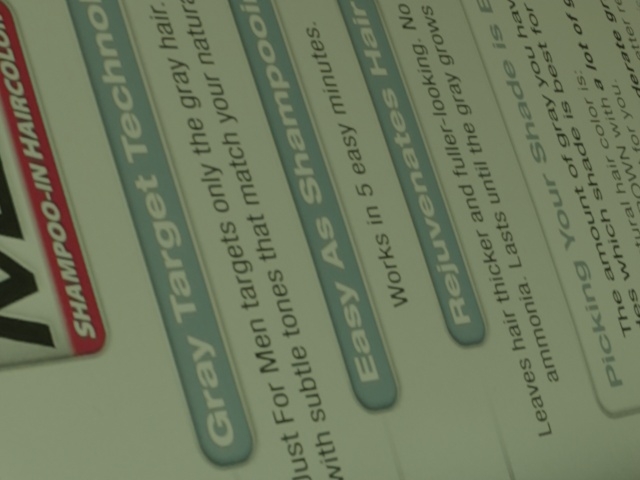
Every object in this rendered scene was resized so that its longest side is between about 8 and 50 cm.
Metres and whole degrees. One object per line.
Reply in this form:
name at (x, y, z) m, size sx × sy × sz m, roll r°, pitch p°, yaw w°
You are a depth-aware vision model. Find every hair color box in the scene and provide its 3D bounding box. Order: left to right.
hair color box at (0.000, 0.000, 0.470) m, size 0.374 × 0.114 × 0.185 m, roll -4°, pitch 72°, yaw -49°
